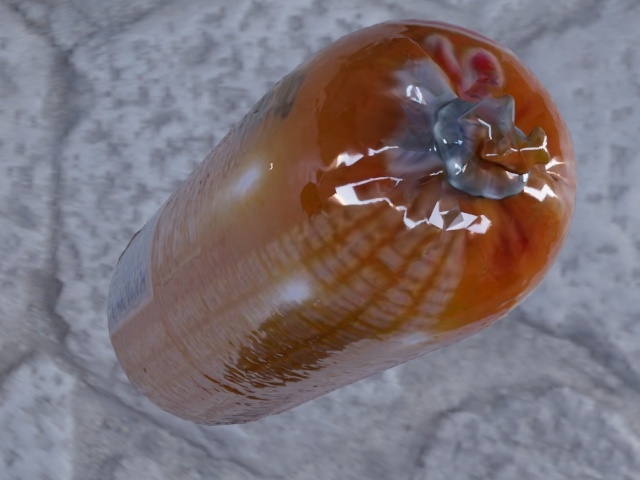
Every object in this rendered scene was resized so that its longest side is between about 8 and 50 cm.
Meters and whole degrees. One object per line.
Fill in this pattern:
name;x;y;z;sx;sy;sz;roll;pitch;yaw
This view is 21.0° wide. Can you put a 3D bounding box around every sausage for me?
sausage;0.000;0.000;0.539;0.093;0.312;0.093;3;78;-15
